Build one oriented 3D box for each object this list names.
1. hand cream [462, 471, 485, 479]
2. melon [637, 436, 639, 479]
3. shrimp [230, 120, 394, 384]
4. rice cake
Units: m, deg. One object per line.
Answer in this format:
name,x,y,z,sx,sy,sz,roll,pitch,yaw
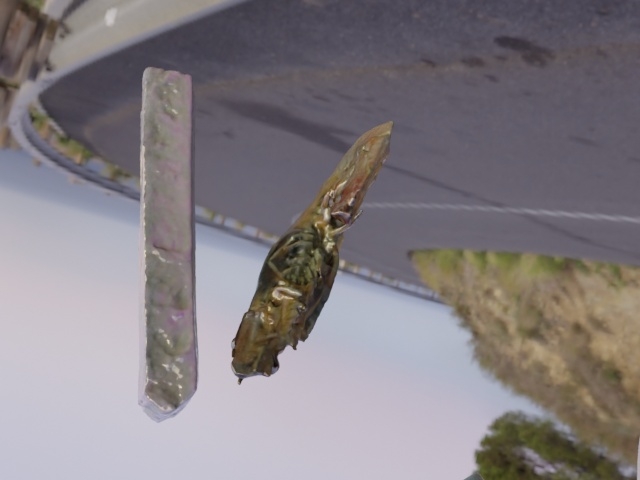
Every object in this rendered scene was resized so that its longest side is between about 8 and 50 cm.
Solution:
hand cream,0.103,0.298,0.921,0.043,0.171,0.065,54,177,-10
melon,0.365,0.172,0.651,0.269,0.330,0.268,-6,-167,1
shrimp,-0.002,-0.001,0.641,0.052,0.251,0.143,27,132,-6
rice cake,-0.134,0.006,0.800,0.050,0.297,0.106,1,165,-13
